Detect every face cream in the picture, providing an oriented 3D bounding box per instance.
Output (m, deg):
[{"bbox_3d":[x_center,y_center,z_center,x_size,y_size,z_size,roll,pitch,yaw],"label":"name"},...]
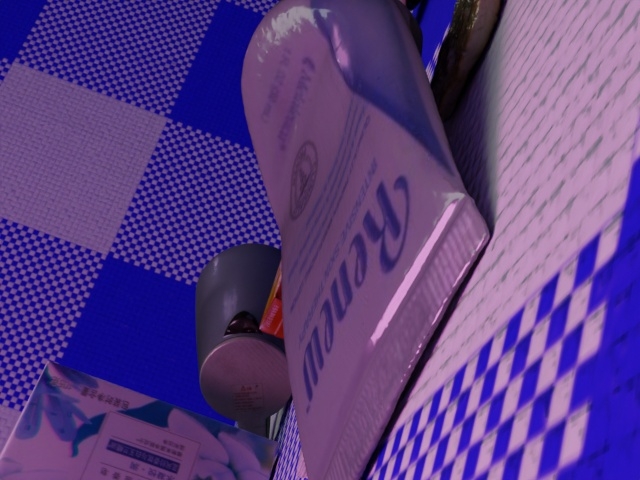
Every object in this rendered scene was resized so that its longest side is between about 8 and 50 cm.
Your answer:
[{"bbox_3d":[0.022,-0.037,0.695,0.420,0.137,0.235,-100,28,-52],"label":"face cream"}]

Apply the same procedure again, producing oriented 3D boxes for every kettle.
[{"bbox_3d":[-0.091,0.148,1.332,0.243,0.159,0.211,-93,4,-67],"label":"kettle"}]

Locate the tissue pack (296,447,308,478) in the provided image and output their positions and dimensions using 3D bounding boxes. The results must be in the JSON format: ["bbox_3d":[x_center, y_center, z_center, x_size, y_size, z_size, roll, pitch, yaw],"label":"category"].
[{"bbox_3d":[0.006,0.118,0.741,0.108,0.023,0.056,-78,8,-64],"label":"tissue pack"}]

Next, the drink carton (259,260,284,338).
[{"bbox_3d":[0.000,0.000,1.180,0.096,0.071,0.223,118,172,-61],"label":"drink carton"}]

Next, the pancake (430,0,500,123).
[{"bbox_3d":[0.103,-0.149,0.740,0.139,0.022,0.140,-165,90,-87],"label":"pancake"}]

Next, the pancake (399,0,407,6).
[{"bbox_3d":[0.098,-0.310,1.420,0.158,0.028,0.158,178,90,-84],"label":"pancake"}]

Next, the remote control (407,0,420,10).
[{"bbox_3d":[0.139,-0.375,1.398,0.256,0.045,0.097,148,139,-82],"label":"remote control"}]

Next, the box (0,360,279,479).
[{"bbox_3d":[-0.204,0.275,1.093,0.116,0.274,0.203,115,175,-46],"label":"box"}]
